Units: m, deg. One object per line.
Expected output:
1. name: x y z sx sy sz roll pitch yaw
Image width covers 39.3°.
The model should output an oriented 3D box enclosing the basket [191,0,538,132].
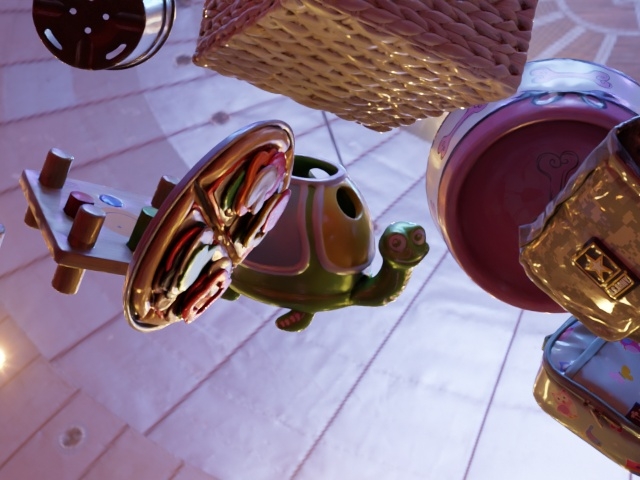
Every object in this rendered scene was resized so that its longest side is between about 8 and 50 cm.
1. basket: 0.059 -0.318 1.104 0.328 0.331 0.266 -7 -110 60

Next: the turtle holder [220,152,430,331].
1. turtle holder: -0.019 0.001 1.390 0.243 0.227 0.320 -10 -153 -33

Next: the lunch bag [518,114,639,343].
1. lunch bag: 0.366 0.005 0.909 0.287 0.235 0.169 15 -118 -4

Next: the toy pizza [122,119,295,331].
1. toy pizza: -0.077 -0.005 0.706 0.032 0.201 0.201 36 -113 14

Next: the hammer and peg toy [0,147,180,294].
1. hammer and peg toy: -0.332 -0.031 1.268 0.266 0.361 0.127 48 -62 50

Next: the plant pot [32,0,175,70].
1. plant pot: -0.262 -0.276 1.068 0.167 0.167 0.165 -17 -161 0

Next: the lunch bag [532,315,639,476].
1. lunch bag: 0.419 0.155 1.165 0.224 0.108 0.279 37 -123 23

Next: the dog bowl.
1. dog bowl: 0.363 -0.065 1.392 0.408 0.408 0.150 -4 -155 12
